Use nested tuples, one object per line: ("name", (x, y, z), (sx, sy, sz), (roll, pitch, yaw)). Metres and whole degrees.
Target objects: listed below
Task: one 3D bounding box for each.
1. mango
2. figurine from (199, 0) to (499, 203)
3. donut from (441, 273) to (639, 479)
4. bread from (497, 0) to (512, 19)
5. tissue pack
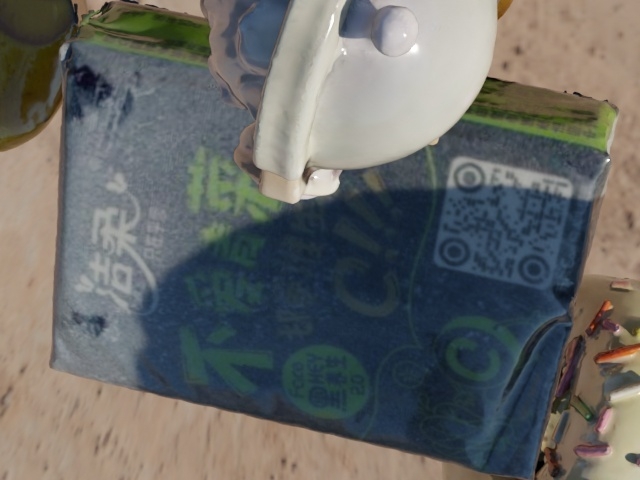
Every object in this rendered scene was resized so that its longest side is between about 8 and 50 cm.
("mango", (-0.282, -0.205, 1.538), (0.154, 0.126, 0.252), (1, 86, 8))
("figurine", (0.007, -0.100, 0.740), (0.141, 0.237, 0.162), (20, 102, 1))
("donut", (0.259, 0.207, 1.827), (0.142, 0.382, 0.382), (20, 96, -23))
("bread", (0.074, -0.306, 1.474), (0.270, 0.148, 0.270), (17, 137, 17))
("tissue pack", (0.000, 0.000, 1.261), (0.394, 0.124, 0.288), (12, 117, 7))
